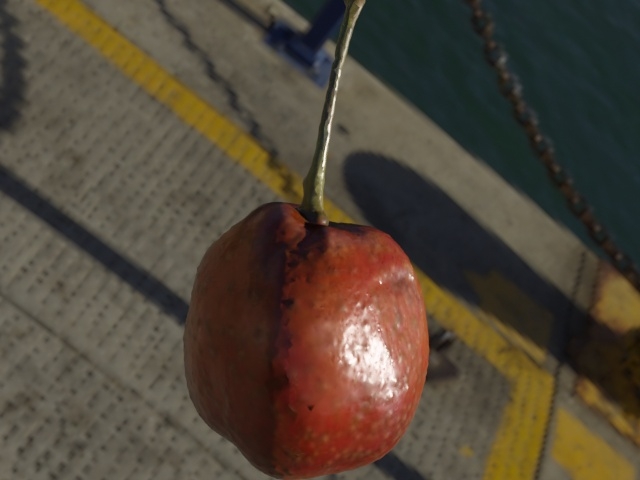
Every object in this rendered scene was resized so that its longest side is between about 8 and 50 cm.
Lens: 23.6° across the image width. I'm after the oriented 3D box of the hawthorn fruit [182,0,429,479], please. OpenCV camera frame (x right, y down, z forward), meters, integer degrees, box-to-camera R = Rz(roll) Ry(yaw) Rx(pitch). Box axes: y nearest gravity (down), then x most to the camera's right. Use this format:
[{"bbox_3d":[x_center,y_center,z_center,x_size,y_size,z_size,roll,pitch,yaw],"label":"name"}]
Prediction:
[{"bbox_3d":[0.000,0.000,0.909,0.165,0.285,0.165,7,18,-2],"label":"hawthorn fruit"}]
